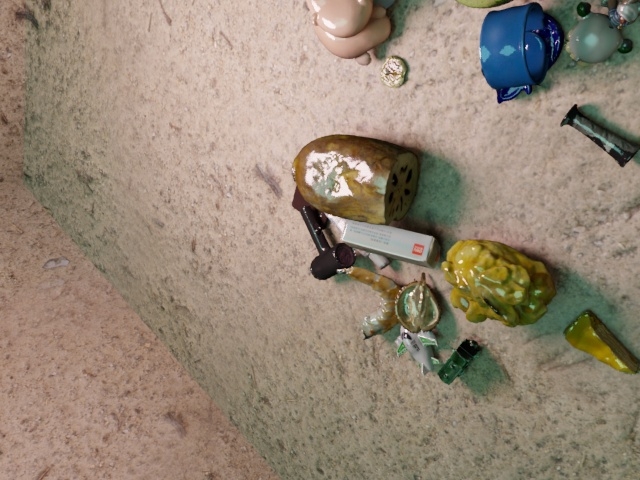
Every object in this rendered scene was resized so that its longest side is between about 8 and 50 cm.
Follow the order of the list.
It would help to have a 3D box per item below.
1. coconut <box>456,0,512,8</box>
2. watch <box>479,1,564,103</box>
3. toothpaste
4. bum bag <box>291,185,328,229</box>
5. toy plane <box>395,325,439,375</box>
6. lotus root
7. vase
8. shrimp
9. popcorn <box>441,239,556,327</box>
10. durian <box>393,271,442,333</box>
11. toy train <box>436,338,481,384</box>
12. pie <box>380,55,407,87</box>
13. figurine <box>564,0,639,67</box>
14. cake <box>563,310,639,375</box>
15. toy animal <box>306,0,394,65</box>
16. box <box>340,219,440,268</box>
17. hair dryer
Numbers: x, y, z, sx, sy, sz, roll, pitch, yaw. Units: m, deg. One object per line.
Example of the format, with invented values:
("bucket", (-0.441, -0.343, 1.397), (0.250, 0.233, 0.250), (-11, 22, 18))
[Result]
("coconut", (0.360, -0.603, 1.149), (0.204, 0.236, 0.236), (18, 126, 6))
("watch", (0.420, -0.405, 1.203), (0.171, 0.200, 0.196), (-8, 102, 40))
("toothpaste", (0.122, -0.029, 1.756), (0.099, 0.068, 0.282), (-39, 79, 1))
("bum bag", (-0.032, -0.115, 1.870), (0.159, 0.026, 0.109), (35, 131, 23))
("toy plane", (0.308, 0.339, 1.771), (0.174, 0.080, 0.174), (19, 122, 35))
("lotus root", (0.089, -0.181, 1.580), (0.346, 0.250, 0.251), (13, 120, 29))
("vase", (0.612, -0.231, 1.223), (0.167, 0.059, 0.059), (42, 133, 18))
("shrimp", (0.181, 0.191, 1.769), (0.185, 0.068, 0.287), (-15, 123, 18))
("popcorn", (0.450, 0.109, 1.438), (0.286, 0.215, 0.252), (35, 163, 24))
("durian", (0.294, 0.187, 1.693), (0.148, 0.091, 0.189), (9, 96, 0))
("toy train", (0.411, 0.367, 1.673), (0.071, 0.111, 0.170), (42, 132, 21))
("pie", (0.195, -0.453, 1.499), (0.084, 0.020, 0.084), (19, 122, 33))
("figurine", (0.582, -0.436, 1.124), (0.147, 0.093, 0.197), (37, 127, -8))
("cake", (0.695, 0.278, 1.403), (0.185, 0.079, 0.116), (50, 132, 4))
("toy animal", (0.065, -0.570, 1.409), (0.229, 0.221, 0.210), (-38, 81, 44))
("box", (0.205, 0.006, 1.609), (0.269, 0.135, 0.079), (15, 84, 23))
("hair dryer", (0.000, 0.000, 1.827), (0.251, 0.089, 0.197), (61, 152, 2))
